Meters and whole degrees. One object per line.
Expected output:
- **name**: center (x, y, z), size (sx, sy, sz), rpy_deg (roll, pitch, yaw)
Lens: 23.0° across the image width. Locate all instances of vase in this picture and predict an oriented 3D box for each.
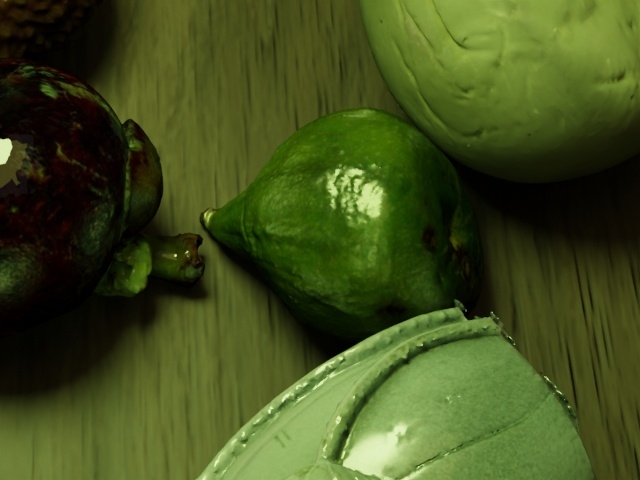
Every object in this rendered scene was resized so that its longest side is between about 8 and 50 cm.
- **vase**: center (-0.024, 0.245, 1.118), size (0.445, 0.250, 0.250), rpy_deg (-31, 68, -15)

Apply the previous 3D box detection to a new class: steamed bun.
- **steamed bun**: center (0.159, -0.194, 1.339), size (0.333, 0.233, 0.312), rpy_deg (6, 67, -43)

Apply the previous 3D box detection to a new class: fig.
- **fig**: center (0.000, 0.000, 1.297), size (0.235, 0.203, 0.203), rpy_deg (-12, 59, 23)

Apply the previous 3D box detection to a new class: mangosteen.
- **mangosteen**: center (-0.222, -0.014, 1.261), size (0.289, 0.231, 0.231), rpy_deg (31, 58, -25)

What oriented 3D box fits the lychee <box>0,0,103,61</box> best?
- **lychee**: center (-0.319, -0.271, 1.362), size (0.267, 0.267, 0.267), rpy_deg (2, 62, -4)
